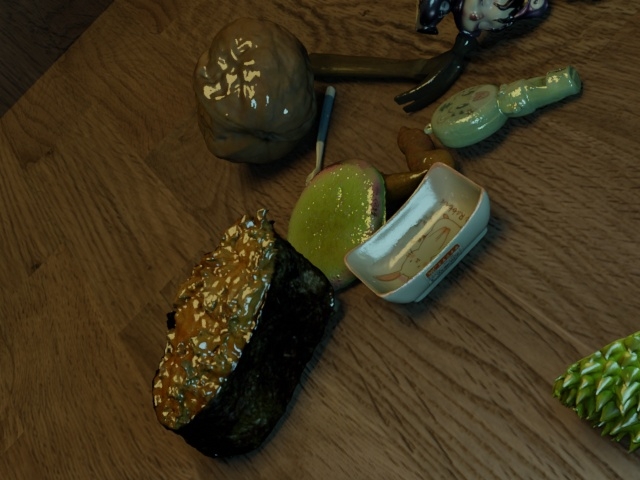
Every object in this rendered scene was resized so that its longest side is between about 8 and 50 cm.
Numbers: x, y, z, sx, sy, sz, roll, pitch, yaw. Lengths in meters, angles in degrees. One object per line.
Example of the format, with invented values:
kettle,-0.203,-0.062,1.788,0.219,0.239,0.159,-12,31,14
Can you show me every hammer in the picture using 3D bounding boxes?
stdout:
hammer,0.101,-0.316,2.213,0.168,0.044,0.440,-52,31,-14

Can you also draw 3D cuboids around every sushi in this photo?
sushi,-0.139,0.146,1.808,0.234,0.207,0.348,-1,57,43

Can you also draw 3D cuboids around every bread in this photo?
bread,0.019,-0.027,1.914,0.228,0.033,0.228,-27,52,41

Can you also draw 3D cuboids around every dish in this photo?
dish,0.153,0.001,1.747,0.212,0.077,0.151,-46,33,-1

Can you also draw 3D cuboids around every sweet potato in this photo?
sweet potato,0.087,-0.083,1.934,0.274,0.067,0.067,-6,49,54
sweet potato,0.161,-0.135,1.920,0.065,0.051,0.218,-47,30,5

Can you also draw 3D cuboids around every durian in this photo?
durian,0.393,0.114,1.262,0.355,0.157,0.169,-26,19,29

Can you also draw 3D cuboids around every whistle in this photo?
whistle,0.275,-0.204,1.857,0.258,0.067,0.126,-19,27,30

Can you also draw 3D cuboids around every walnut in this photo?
walnut,-0.123,-0.276,2.252,0.227,0.273,0.273,-12,33,-6

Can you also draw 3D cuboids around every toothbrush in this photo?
toothbrush,0.001,-0.188,2.206,0.025,0.019,0.275,-32,33,35

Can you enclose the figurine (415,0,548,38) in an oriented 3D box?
figurine,0.266,-0.408,2.011,0.222,0.145,0.145,-1,37,-5
